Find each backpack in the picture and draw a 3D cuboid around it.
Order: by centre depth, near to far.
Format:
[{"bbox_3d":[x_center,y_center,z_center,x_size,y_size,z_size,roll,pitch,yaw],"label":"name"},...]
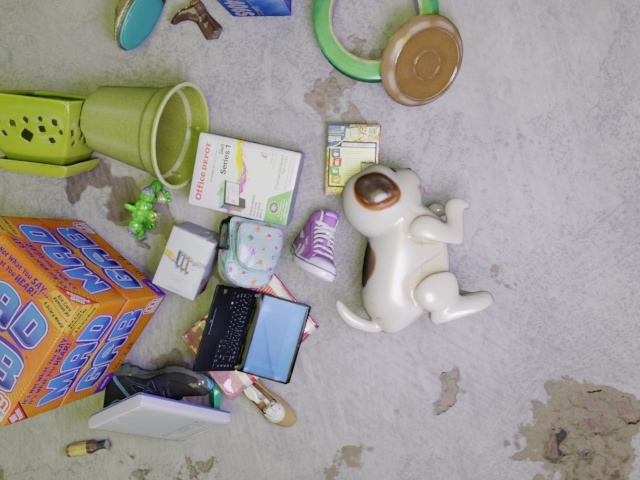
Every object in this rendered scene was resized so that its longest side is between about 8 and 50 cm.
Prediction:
[{"bbox_3d":[-0.191,0.037,1.513,0.166,0.144,0.188,10,89,-32],"label":"backpack"}]

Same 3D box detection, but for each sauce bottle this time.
[{"bbox_3d":[-0.717,0.639,1.724,0.128,0.042,0.042,-11,98,8],"label":"sauce bottle"}]

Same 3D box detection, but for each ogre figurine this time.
[{"bbox_3d":[-0.486,-0.084,1.559,0.097,0.118,0.197,44,100,-3],"label":"ogre figurine"}]

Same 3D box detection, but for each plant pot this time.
[{"bbox_3d":[0.266,-0.449,1.422,0.236,0.032,0.236,-12,127,-16],"label":"plant pot"},{"bbox_3d":[-0.469,-0.297,1.473,0.254,0.276,0.276,14,100,14],"label":"plant pot"},{"bbox_3d":[-0.724,-0.286,1.500,0.228,0.227,0.207,7,106,3],"label":"plant pot"}]

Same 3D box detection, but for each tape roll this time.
[{"bbox_3d":[0.142,-0.578,1.456,0.321,0.077,0.321,1,98,4],"label":"tape roll"}]

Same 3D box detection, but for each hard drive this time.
[{"bbox_3d":[-0.437,0.495,1.548,0.210,0.319,0.040,-28,54,24],"label":"hard drive"}]

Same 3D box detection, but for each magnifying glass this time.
[{"bbox_3d":[-0.317,0.380,1.640,0.026,0.092,0.231,-3,87,-21],"label":"magnifying glass"}]

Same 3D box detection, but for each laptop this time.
[{"bbox_3d":[-0.179,0.259,1.507,0.136,0.264,0.234,14,87,34],"label":"laptop"}]

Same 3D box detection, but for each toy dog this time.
[{"bbox_3d":[0.192,0.003,1.429,0.395,0.284,0.408,-19,95,1],"label":"toy dog"}]

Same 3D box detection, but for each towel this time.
[{"bbox_3d":[-0.201,0.262,1.592,0.329,0.037,0.237,-39,89,-2],"label":"towel"}]

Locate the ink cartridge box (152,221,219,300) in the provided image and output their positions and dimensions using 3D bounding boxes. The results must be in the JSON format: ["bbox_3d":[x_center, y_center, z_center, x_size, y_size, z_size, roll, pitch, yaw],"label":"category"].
[{"bbox_3d":[-0.364,0.052,1.564,0.127,0.128,0.176,24,99,1],"label":"ink cartridge box"}]

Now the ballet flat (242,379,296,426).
[{"bbox_3d":[-0.167,0.476,1.640,0.232,0.073,0.080,43,97,-3],"label":"ballet flat"}]

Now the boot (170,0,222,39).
[{"bbox_3d":[-0.334,-0.580,1.516,0.106,0.037,0.114,-36,99,11],"label":"boot"}]

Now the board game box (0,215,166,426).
[{"bbox_3d":[-0.711,0.185,1.458,0.356,0.356,0.356,38,100,15],"label":"board game box"}]

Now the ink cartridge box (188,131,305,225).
[{"bbox_3d":[-0.200,-0.169,1.523,0.278,0.117,0.201,13,99,3],"label":"ink cartridge box"}]

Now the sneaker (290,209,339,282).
[{"bbox_3d":[-0.001,-0.001,1.453,0.102,0.282,0.161,27,98,-22],"label":"sneaker"}]

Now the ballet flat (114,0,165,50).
[{"bbox_3d":[-0.462,-0.673,1.481,0.123,0.123,0.348,33,100,-1],"label":"ballet flat"}]

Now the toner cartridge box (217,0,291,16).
[{"bbox_3d":[-0.171,-0.611,1.338,0.165,0.348,0.075,0,100,5],"label":"toner cartridge box"}]

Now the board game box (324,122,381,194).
[{"bbox_3d":[0.088,-0.220,1.530,0.147,0.045,0.193,3,99,4],"label":"board game box"}]

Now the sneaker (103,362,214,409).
[{"bbox_3d":[-0.462,0.435,1.596,0.341,0.125,0.139,-5,54,20],"label":"sneaker"}]
